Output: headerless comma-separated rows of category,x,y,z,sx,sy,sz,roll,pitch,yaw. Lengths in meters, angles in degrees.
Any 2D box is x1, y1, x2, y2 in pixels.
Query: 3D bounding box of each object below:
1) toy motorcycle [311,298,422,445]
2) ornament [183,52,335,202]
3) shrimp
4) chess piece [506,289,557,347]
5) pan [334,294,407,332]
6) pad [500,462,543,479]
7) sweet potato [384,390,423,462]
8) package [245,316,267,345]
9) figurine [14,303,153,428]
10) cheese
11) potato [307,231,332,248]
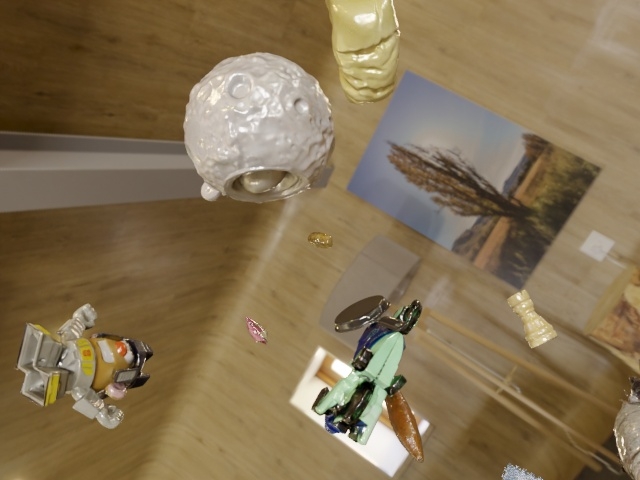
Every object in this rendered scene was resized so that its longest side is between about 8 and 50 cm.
toy motorcycle,0.112,0.269,1.167,0.331,0.125,0.196,-53,-2,-31
ornament,-0.135,-0.254,1.211,0.337,0.337,0.337,-52,-16,-21
shrimp,0.504,0.282,0.795,0.343,0.145,0.116,-43,-48,-68
chess piece,0.467,0.173,1.212,0.066,0.122,0.066,-23,-20,-9
pan,0.109,0.158,1.143,0.136,0.028,0.235,-31,12,-22
pad,0.566,0.730,1.378,0.012,0.269,0.269,-18,-55,-55
sweet potato,0.172,0.375,1.207,0.264,0.058,0.057,-113,40,-51
package,-0.116,0.168,1.000,0.029,0.059,0.083,-42,-9,-17
figurine,-0.527,0.281,1.241,0.143,0.308,0.308,-20,3,27
cheese,0.081,-0.365,1.001,0.225,0.118,0.213,-92,-9,-47
potato,0.000,0.000,1.743,0.040,0.083,0.051,87,-160,-71
